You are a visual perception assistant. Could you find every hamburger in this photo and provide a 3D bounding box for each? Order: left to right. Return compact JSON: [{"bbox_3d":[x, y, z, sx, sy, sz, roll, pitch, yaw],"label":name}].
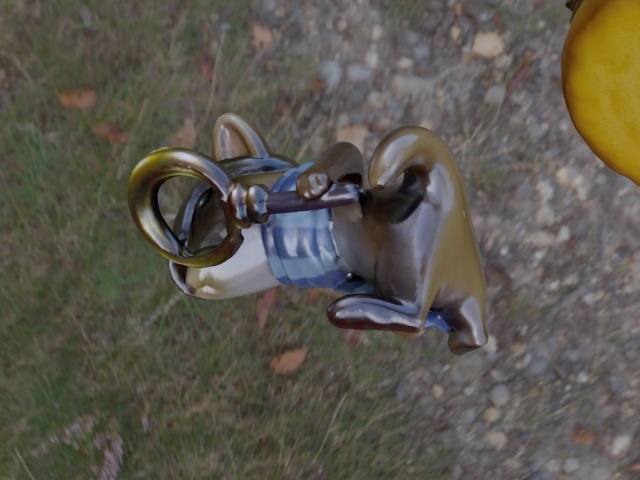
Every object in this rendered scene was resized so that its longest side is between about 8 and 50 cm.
[{"bbox_3d":[0.299,-0.151,1.057,0.246,0.246,0.170,20,50,1],"label":"hamburger"}]

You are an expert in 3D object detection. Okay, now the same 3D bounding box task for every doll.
[{"bbox_3d":[-0.001,0.003,1.475,0.340,0.318,0.209,12,54,35],"label":"doll"}]
